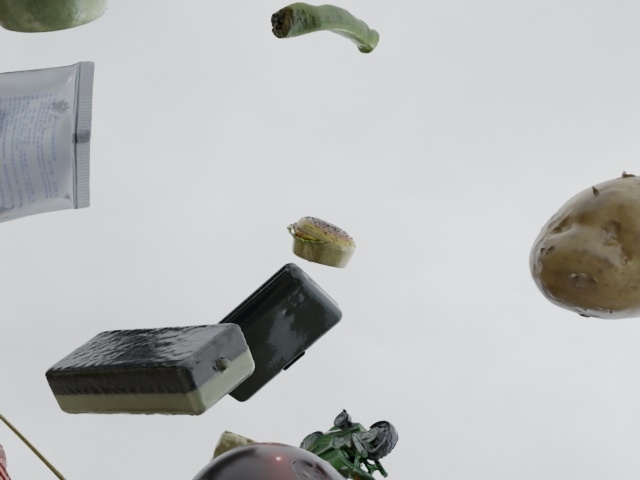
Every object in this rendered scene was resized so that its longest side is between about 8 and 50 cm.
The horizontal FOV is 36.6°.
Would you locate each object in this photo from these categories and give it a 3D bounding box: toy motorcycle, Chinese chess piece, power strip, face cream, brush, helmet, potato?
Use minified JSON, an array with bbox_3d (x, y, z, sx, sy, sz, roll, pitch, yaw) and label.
[{"bbox_3d":[0.023,0.295,1.312,0.190,0.106,0.074,-19,-57,45],"label":"toy motorcycle"},{"bbox_3d":[-0.439,-0.395,1.565,0.188,0.188,0.083,12,-55,26],"label":"Chinese chess piece"},{"bbox_3d":[-0.194,0.149,1.100,0.256,0.105,0.070,-9,-70,39],"label":"power strip"},{"bbox_3d":[-0.465,-0.124,1.349,0.137,0.420,0.235,13,-72,29],"label":"face cream"},{"bbox_3d":[-0.427,0.259,1.336,0.218,0.010,0.082,47,-19,-4],"label":"brush"},{"bbox_3d":[-0.052,0.297,0.950,0.193,0.216,0.189,40,-77,14],"label":"helmet"},{"bbox_3d":[0.286,0.001,0.858,0.161,0.234,0.128,167,-86,-69],"label":"potato"}]

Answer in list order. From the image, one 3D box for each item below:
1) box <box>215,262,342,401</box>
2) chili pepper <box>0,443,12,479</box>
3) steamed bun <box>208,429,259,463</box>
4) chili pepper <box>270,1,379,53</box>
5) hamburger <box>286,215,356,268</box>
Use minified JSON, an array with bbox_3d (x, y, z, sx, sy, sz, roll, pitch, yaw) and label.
[{"bbox_3d":[-0.087,0.149,1.536,0.160,0.230,0.050,46,5,-47],"label":"box"},{"bbox_3d":[-0.311,0.130,0.589,0.251,0.229,0.305,-15,-46,34],"label":"chili pepper"},{"bbox_3d":[-0.148,0.455,1.798,0.141,0.155,0.172,22,-21,8],"label":"steamed bun"},{"bbox_3d":[0.011,-0.294,1.316,0.050,0.201,0.052,-37,-112,35],"label":"chili pepper"},{"bbox_3d":[0.000,0.000,1.867,0.141,0.126,0.081,16,-81,-1],"label":"hamburger"}]
